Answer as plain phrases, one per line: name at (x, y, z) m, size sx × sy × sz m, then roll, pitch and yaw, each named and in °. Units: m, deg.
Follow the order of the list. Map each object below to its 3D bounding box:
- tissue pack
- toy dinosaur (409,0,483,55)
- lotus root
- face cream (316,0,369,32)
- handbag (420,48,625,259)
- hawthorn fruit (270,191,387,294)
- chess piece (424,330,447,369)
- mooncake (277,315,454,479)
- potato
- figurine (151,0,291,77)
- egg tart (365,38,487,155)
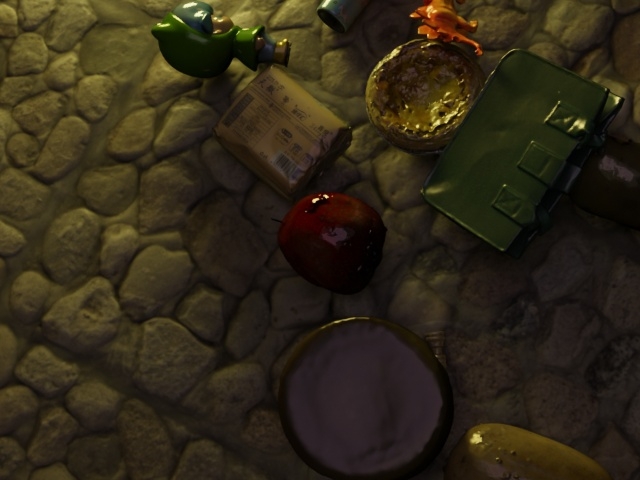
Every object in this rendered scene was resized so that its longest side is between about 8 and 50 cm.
tissue pack at (-0.074, -0.203, 1.813) m, size 0.222 × 0.090 × 0.186 m, roll 39°, pitch 85°, yaw 18°
toy dinosaur at (0.227, -0.411, 1.785) m, size 0.117 × 0.070 × 0.288 m, roll 7°, pitch 37°, yaw -12°
lotus root at (0.364, 0.407, 1.534) m, size 0.342 × 0.151 × 0.169 m, roll 19°, pitch 77°, yaw 16°
face cream at (0.087, -0.520, 1.894) m, size 0.075 × 0.075 × 0.229 m, roll 34°, pitch 81°, yaw 16°
handbag at (0.345, -0.152, 1.654) m, size 0.238 × 0.089 × 0.326 m, roll 40°, pitch 101°, yaw 42°
hawthorn fruit at (0.000, 0.000, 1.705) m, size 0.235 × 0.181 × 0.181 m, roll 16°, pitch 76°, yaw 25°
chess piece at (0.207, 0.208, 1.680) m, size 0.035 × 0.035 × 0.092 m, roll -8°, pitch 76°, yaw 5°
mooncake at (0.081, 0.272, 1.608) m, size 0.284 × 0.155 × 0.284 m, roll -3°, pitch 73°, yaw 11°
potato at (0.548, -0.096, 1.655) m, size 0.262 × 0.165 × 0.165 m, roll 16°, pitch 76°, yaw 11°
figurine at (-0.190, -0.380, 1.850) m, size 0.263 × 0.162 × 0.143 m, roll 9°, pitch 97°, yaw -1°
egg tart at (0.200, -0.265, 1.792) m, size 0.234 × 0.094 × 0.234 m, roll -3°, pitch 74°, yaw 10°
